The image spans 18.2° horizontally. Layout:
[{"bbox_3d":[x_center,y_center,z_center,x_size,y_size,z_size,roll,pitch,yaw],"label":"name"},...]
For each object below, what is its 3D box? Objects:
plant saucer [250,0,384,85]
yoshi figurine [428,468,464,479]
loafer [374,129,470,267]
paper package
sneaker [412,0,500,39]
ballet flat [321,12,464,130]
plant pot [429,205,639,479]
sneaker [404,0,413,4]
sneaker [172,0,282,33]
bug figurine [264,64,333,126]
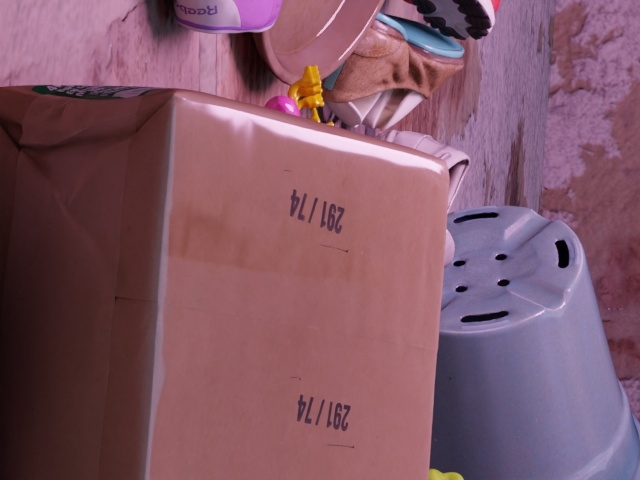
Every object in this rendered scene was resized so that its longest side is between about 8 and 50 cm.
[{"bbox_3d":[0.006,-0.275,1.802,0.278,0.041,0.278,-49,151,-40],"label":"plant saucer"},{"bbox_3d":[0.027,0.251,1.919,0.203,0.203,0.362,-40,155,-27],"label":"yoshi figurine"},{"bbox_3d":[0.081,0.006,2.053,0.112,0.111,0.319,83,19,-47],"label":"loafer"},{"bbox_3d":[-0.071,0.065,1.309,0.325,0.168,0.309,8,86,-54],"label":"paper package"},{"bbox_3d":[0.117,-0.340,2.105,0.279,0.107,0.118,60,42,-39],"label":"sneaker"},{"bbox_3d":[0.062,-0.176,2.094,0.124,0.116,0.342,-64,168,9],"label":"ballet flat"},{"bbox_3d":[0.220,0.160,2.480,0.341,0.341,0.334,-67,151,-48],"label":"plant pot"},{"bbox_3d":[0.137,-0.425,2.224,0.136,0.116,0.314,40,59,-72],"label":"sneaker"},{"bbox_3d":[-0.043,-0.265,1.612,0.282,0.102,0.161,-45,146,-43],"label":"sneaker"},{"bbox_3d":[-0.008,-0.022,1.796,0.216,0.072,0.279,83,-7,-56],"label":"bug figurine"}]
